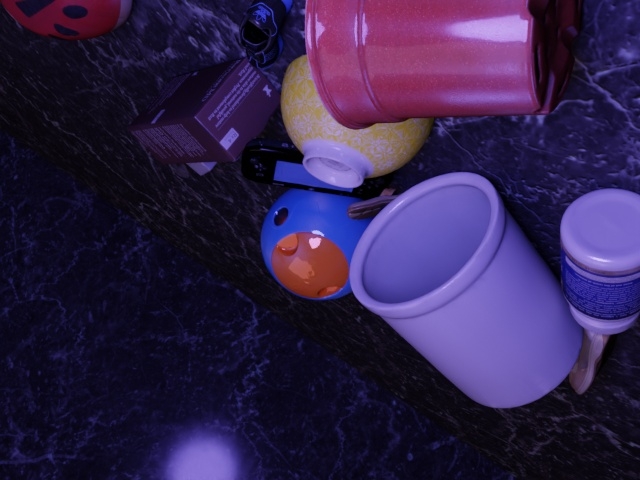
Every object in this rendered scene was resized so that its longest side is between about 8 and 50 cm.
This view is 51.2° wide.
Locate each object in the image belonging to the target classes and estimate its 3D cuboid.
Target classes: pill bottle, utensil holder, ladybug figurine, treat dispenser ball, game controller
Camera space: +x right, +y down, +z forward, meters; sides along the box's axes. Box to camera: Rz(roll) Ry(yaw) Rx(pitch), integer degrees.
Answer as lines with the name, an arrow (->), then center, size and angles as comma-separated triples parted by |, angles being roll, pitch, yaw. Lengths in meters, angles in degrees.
pill bottle -> 0.489, 0.047, 1.137 | 0.153, 0.153, 0.265 | 22, 155, 32
utensil holder -> 0.301, 0.108, 1.340 | 0.385, 0.328, 0.327 | 44, 158, -30
ladybug figurine -> -0.577, -0.559, 1.449 | 0.449, 0.162, 0.305 | 7, 146, 52
treat dispenser ball -> 0.000, 0.000, 1.606 | 0.288, 0.288, 0.288 | 30, 159, 13
game controller -> -0.009, -0.147, 1.425 | 0.319, 0.067, 0.166 | 9, 152, -5

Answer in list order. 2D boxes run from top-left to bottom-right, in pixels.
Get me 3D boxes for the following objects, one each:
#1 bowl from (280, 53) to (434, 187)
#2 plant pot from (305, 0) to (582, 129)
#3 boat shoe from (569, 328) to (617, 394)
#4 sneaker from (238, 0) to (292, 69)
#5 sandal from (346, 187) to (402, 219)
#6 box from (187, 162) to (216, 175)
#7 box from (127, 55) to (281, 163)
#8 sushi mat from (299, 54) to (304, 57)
bowl -> 0.047, -0.189, 1.209 | 0.289, 0.156, 0.289 | 18, 162, 6
plant pot -> 0.166, -0.267, 0.834 | 0.265, 0.272, 0.272 | 10, 150, 32
boat shoe -> 0.588, 0.241, 1.491 | 0.098, 0.109, 0.302 | 30, 154, 29
sneaker -> -0.116, -0.375, 1.239 | 0.081, 0.090, 0.232 | 35, 159, 0
sandal -> 0.137, -0.085, 1.435 | 0.072, 0.180, 0.049 | 111, 146, -57
box -> -0.316, -0.247, 1.821 | 0.087, 0.101, 0.102 | 41, 161, -17
box -> -0.276, -0.288, 1.540 | 0.381, 0.191, 0.143 | 7, 146, 51
sushi mat -> 0.041, -0.247, 1.383 | 0.151, 0.019, 0.317 | 28, 159, 20
